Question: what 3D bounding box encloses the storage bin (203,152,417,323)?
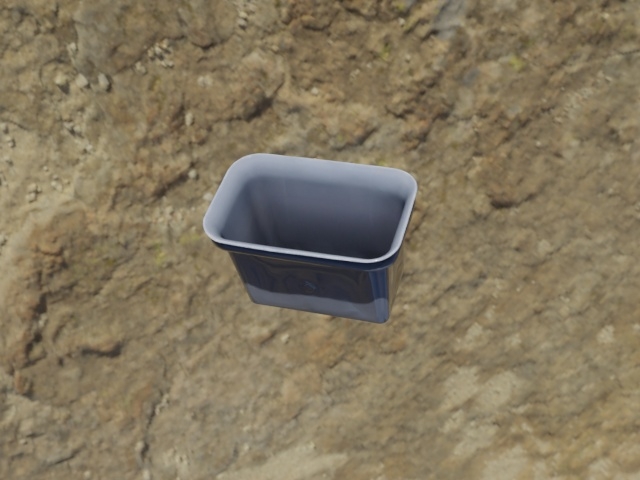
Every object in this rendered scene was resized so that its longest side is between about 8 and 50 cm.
[{"bbox_3d":[0.000,0.000,0.618,0.135,0.098,0.091,8,141,16],"label":"storage bin"}]
